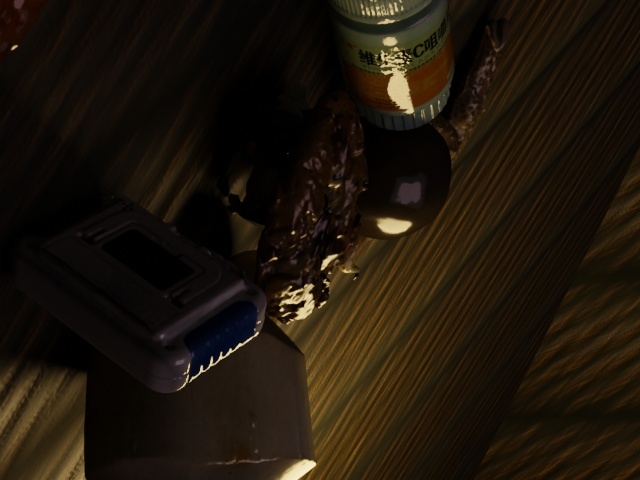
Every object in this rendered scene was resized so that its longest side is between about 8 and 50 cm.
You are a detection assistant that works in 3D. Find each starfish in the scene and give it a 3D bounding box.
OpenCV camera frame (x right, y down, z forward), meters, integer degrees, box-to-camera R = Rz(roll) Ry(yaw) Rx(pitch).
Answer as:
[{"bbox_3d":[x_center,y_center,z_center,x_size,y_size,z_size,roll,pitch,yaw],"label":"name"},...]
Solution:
[{"bbox_3d":[0.173,-0.164,2.148,0.432,0.082,0.324,-43,157,-24],"label":"starfish"}]

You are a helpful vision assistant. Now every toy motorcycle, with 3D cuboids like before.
[{"bbox_3d":[-0.058,-0.099,1.751,0.150,0.102,0.221,-63,171,-47],"label":"toy motorcycle"}]

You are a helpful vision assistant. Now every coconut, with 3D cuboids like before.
[{"bbox_3d":[-0.157,0.231,1.669,0.323,0.323,0.323,-44,154,-28],"label":"coconut"}]

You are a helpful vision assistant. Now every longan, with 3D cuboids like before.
[{"bbox_3d":[0.098,-0.096,1.922,0.196,0.197,0.220,-52,175,-11],"label":"longan"}]

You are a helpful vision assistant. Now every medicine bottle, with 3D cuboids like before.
[{"bbox_3d":[0.093,-0.282,1.720,0.158,0.158,0.318,-50,157,-16],"label":"medicine bottle"}]

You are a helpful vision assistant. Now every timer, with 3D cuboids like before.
[{"bbox_3d":[-0.199,0.046,1.443,0.178,0.253,0.078,-35,148,-44],"label":"timer"}]

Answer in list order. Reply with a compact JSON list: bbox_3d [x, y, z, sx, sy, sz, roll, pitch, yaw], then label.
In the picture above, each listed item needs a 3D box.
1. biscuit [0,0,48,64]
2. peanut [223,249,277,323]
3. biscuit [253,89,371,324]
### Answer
[{"bbox_3d":[-0.348,-0.200,1.013,0.318,0.111,0.312,-49,158,-17],"label":"biscuit"},{"bbox_3d":[-0.108,0.087,1.850,0.159,0.109,0.140,-67,168,21],"label":"peanut"},{"bbox_3d":[-0.001,-0.033,1.684,0.334,0.081,0.289,82,27,-66],"label":"biscuit"}]
